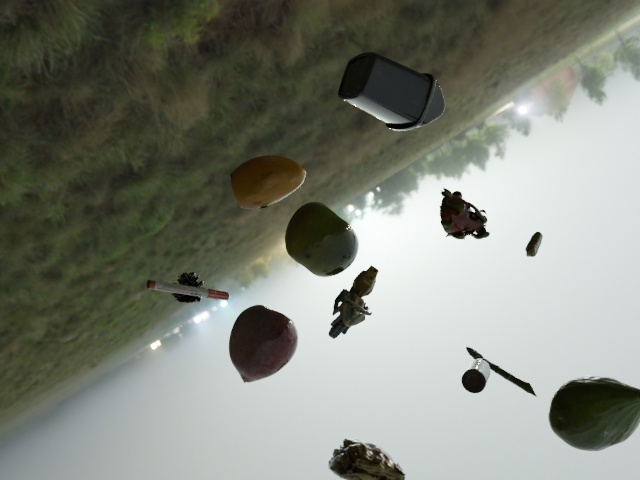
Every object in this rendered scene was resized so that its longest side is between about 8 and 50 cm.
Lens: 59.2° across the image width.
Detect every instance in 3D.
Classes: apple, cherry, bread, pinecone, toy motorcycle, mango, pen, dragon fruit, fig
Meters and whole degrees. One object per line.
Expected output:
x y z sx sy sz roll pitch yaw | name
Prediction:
0.000 0.000 1.410 0.157 0.196 0.196 -53 179 2 | apple
-0.198 0.333 1.837 0.239 0.239 0.206 -32 140 -18 | cherry
0.188 0.928 2.348 0.324 0.277 0.167 125 -17 -71 | bread
-0.529 0.190 2.266 0.140 0.121 0.140 1 -165 0 | pinecone
0.098 0.160 1.497 0.229 0.094 0.130 -57 -176 -32 | toy motorcycle
-0.180 -0.216 1.961 0.256 0.138 0.187 -21 -135 2 | mango
-0.370 0.141 1.590 0.239 0.028 0.028 13 153 -32 | pen
0.634 0.010 1.674 0.033 0.049 0.088 17 -121 30 | bread
0.408 -0.068 1.615 0.142 0.174 0.139 75 38 -68 | dragon fruit
0.861 0.530 1.697 0.233 0.233 0.314 -32 -162 -35 | fig

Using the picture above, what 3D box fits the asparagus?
0.530 0.385 1.658 0.027 0.236 0.034 -50 160 -26 | asparagus

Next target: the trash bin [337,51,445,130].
0.219 -0.449 1.725 0.209 0.290 0.183 23 -85 64 | trash bin

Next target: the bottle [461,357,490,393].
0.377 0.322 1.354 0.060 0.060 0.164 -31 169 19 | bottle
